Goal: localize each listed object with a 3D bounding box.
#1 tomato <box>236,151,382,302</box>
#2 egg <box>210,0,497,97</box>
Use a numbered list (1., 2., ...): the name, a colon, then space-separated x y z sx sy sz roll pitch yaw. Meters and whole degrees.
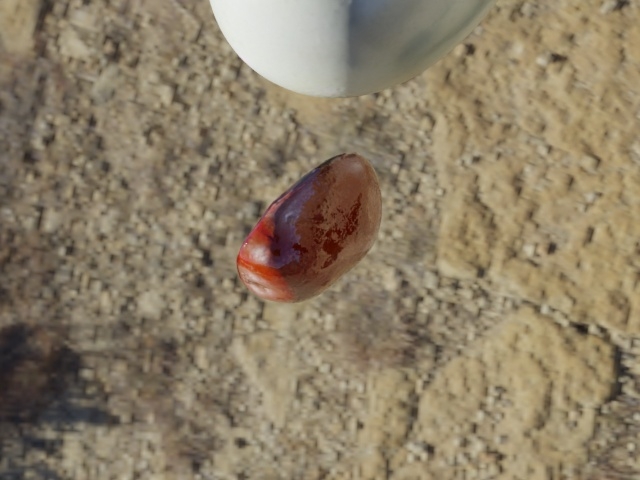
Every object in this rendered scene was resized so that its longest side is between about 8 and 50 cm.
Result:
1. tomato: 0.004 -0.006 1.397 0.082 0.166 0.174 41 77 14
2. egg: 0.032 -0.169 0.755 0.209 0.151 0.151 -48 55 1
